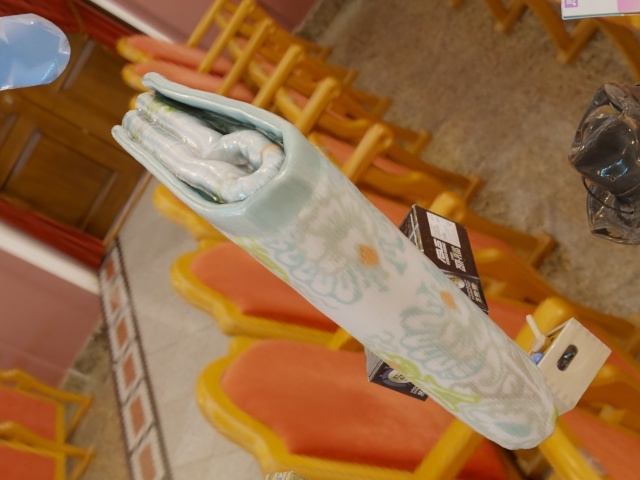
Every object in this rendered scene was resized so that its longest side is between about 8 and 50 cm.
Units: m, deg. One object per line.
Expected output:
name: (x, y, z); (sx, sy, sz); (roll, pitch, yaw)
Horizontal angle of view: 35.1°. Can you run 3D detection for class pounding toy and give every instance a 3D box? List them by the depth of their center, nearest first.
pounding toy: (0.319, 0.166, 1.414); (0.141, 0.100, 0.130); (-48, -3, -26)

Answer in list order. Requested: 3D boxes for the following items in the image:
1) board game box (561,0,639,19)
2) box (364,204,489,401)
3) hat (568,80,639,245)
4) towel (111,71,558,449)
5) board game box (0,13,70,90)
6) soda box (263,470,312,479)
board game box: (0.315, -0.395, 1.055); (0.242, 0.064, 0.317); (-128, 30, -75)
box: (0.116, 0.070, 1.196); (0.147, 0.077, 0.180); (-59, 18, 29)
hat: (0.444, -0.154, 1.452); (0.331, 0.134, 0.331); (-57, 13, 20)
towel: (0.000, 0.000, 0.840); (0.090, 0.320, 0.374); (-52, 29, -1)
board game box: (-0.363, -0.195, 1.126); (0.033, 0.168, 0.133); (99, 152, -46)
soda box: (-0.047, 0.390, 1.538); (0.058, 0.061, 0.181); (-67, 8, -17)
